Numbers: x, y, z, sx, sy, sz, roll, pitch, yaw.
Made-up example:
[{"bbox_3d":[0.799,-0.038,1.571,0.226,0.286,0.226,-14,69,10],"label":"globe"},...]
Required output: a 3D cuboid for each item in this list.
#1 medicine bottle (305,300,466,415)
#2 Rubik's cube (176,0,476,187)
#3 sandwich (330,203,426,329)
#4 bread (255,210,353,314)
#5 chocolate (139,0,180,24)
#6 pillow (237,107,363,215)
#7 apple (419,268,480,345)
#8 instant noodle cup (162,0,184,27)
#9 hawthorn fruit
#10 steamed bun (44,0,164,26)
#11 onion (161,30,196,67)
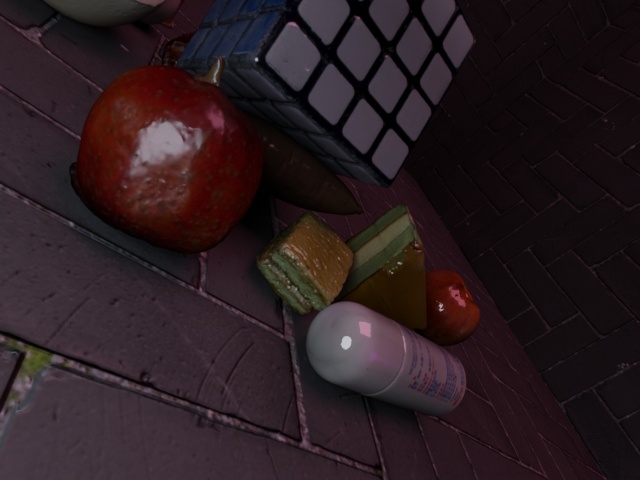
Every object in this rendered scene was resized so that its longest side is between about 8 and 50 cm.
[{"bbox_3d":[0.113,0.201,0.740,0.341,0.130,0.130,33,26,-41],"label":"medicine bottle"},{"bbox_3d":[0.007,-0.343,0.805,0.343,0.337,0.344,34,-4,-40],"label":"Rubik's cube"},{"bbox_3d":[0.151,0.077,0.903,0.198,0.227,0.155,39,23,-27],"label":"sandwich"},{"bbox_3d":[-0.029,0.039,0.774,0.138,0.102,0.196,44,23,-8],"label":"bread"},{"bbox_3d":[-0.410,-0.588,1.033,0.147,0.221,0.221,69,-3,-53],"label":"chocolate"},{"bbox_3d":[-0.106,-0.153,0.833,0.305,0.108,0.308,29,2,-37],"label":"pillow"},{"bbox_3d":[0.339,0.181,1.216,0.209,0.164,0.209,44,22,-23],"label":"apple"},{"bbox_3d":[-0.401,-0.713,1.163,0.193,0.212,0.193,43,20,-20],"label":"instant noodle cup"},{"bbox_3d":[-0.172,-0.109,0.551,0.215,0.250,0.215,25,9,-4],"label":"hawthorn fruit"},{"bbox_3d":[-0.406,-0.539,0.758,0.324,0.206,0.325,1,90,-75],"label":"steamed bun"},{"bbox_3d":[-0.258,-0.334,0.950,0.173,0.136,0.198,18,-8,-21],"label":"onion"}]
